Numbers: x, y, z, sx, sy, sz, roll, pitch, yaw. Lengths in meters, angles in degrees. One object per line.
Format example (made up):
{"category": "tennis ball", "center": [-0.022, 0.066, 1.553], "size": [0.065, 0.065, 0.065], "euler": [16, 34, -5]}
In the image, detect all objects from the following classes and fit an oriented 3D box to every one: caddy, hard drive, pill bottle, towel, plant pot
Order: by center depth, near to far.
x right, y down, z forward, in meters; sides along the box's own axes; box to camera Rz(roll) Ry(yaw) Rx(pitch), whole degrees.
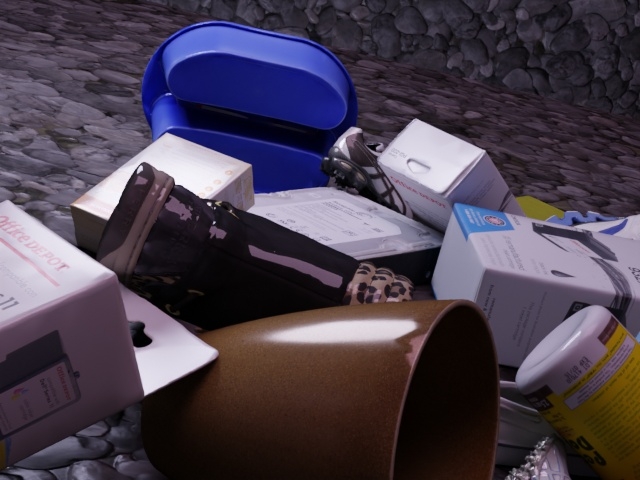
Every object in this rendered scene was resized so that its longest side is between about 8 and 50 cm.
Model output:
{"category": "plant pot", "center": [-0.011, 0.152, 1.049], "size": [0.254, 0.237, 0.237], "euler": [6, 13, 25]}
{"category": "pill bottle", "center": [0.298, 0.174, 1.230], "size": [0.215, 0.117, 0.117], "euler": [46, 21, 0]}
{"category": "hard drive", "center": [0.000, 0.000, 1.735], "size": [0.237, 0.064, 0.339], "euler": [27, 21, 35]}
{"category": "caddy", "center": [-0.109, -0.201, 1.981], "size": [0.341, 0.241, 0.179], "euler": [12, 24, -8]}
{"category": "towel", "center": [0.345, -0.038, 2.179], "size": [0.102, 0.021, 0.237], "euler": [29, 22, 26]}

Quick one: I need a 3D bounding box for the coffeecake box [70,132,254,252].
{"category": "coffeecake box", "center": [-0.194, -0.044, 1.598], "size": [0.142, 0.068, 0.185], "euler": [22, 45, 27]}

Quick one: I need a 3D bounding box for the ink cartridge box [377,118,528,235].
{"category": "ink cartridge box", "center": [0.197, -0.053, 1.804], "size": [0.158, 0.092, 0.218], "euler": [32, -12, 48]}

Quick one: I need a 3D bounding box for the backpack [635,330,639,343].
{"category": "backpack", "center": [0.409, 0.095, 1.299], "size": [0.117, 0.173, 0.158], "euler": [47, -24, -16]}

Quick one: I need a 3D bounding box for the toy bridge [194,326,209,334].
{"category": "toy bridge", "center": [-0.059, 0.098, 1.450], "size": [0.188, 0.026, 0.063], "euler": [1, 19, -34]}

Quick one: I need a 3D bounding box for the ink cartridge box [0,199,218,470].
{"category": "ink cartridge box", "center": [-0.279, 0.080, 0.976], "size": [0.353, 0.119, 0.207], "euler": [-25, 32, -29]}

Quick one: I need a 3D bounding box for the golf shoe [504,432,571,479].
{"category": "golf shoe", "center": [0.210, 0.242, 1.187], "size": [0.086, 0.069, 0.176], "euler": [40, 25, 9]}

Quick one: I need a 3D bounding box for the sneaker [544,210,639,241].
{"category": "sneaker", "center": [0.456, 0.028, 1.826], "size": [0.315, 0.127, 0.182], "euler": [-12, 24, 20]}

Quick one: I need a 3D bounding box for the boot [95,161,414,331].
{"category": "boot", "center": [-0.064, 0.049, 1.279], "size": [0.284, 0.138, 0.377], "euler": [23, -12, 1]}

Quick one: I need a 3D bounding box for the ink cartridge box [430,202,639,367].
{"category": "ink cartridge box", "center": [0.316, 0.073, 1.626], "size": [0.307, 0.129, 0.223], "euler": [11, 20, -9]}

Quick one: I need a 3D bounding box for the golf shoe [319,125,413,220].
{"category": "golf shoe", "center": [0.090, -0.095, 1.940], "size": [0.077, 0.094, 0.198], "euler": [14, -19, 47]}

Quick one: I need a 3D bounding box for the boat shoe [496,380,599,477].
{"category": "boat shoe", "center": [0.257, 0.186, 1.318], "size": [0.258, 0.084, 0.095], "euler": [6, 19, -23]}
